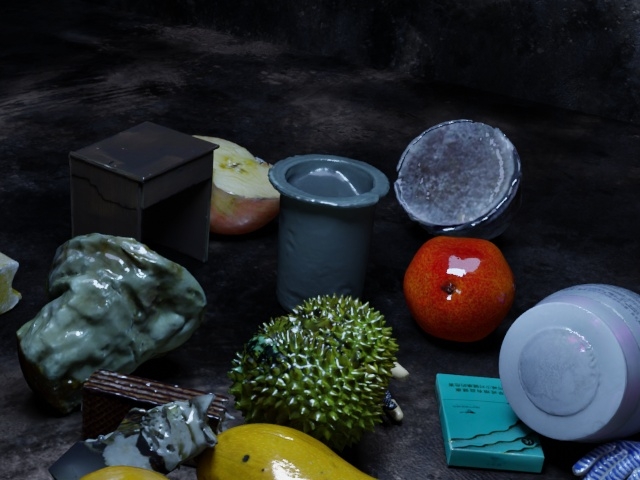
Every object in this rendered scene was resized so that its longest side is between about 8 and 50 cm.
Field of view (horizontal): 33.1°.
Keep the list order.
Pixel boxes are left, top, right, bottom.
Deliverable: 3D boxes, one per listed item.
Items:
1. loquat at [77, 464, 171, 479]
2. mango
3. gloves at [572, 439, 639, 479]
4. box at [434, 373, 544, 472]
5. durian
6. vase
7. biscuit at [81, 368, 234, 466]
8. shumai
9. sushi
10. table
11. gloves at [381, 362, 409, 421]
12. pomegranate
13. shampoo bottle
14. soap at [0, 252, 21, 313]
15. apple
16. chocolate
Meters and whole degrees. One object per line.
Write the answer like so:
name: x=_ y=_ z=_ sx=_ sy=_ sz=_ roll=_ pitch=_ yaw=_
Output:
loquat: x=-0.274 y=0.400 z=1.469 sx=0.234 sy=0.176 sz=0.187 roll=2 pitch=10 yaw=-14
mango: x=-0.025 y=0.379 z=1.581 sx=0.359 sy=0.144 sz=0.187 roll=21 pitch=45 yaw=25
gloves: x=0.526 y=0.375 z=1.777 sx=0.229 sy=0.097 sz=0.119 roll=-5 pitch=-2 yaw=-10
box: x=0.290 y=0.315 z=1.883 sx=0.160 sy=0.042 sz=0.226 roll=4 pitch=27 yaw=-3
durian: x=-0.005 y=0.227 z=1.757 sx=0.291 sy=0.225 sz=0.291 roll=-16 pitch=23 yaw=7
vase: x=0.000 y=0.000 z=2.173 sx=0.245 sy=0.291 sz=0.245 roll=6 pitch=27 yaw=-3
biscuit: x=-0.263 y=0.290 z=1.750 sx=0.252 sy=0.106 sz=0.070 roll=12 pitch=26 yaw=9
shumai: x=-0.374 y=0.167 z=1.841 sx=0.304 sy=0.309 sz=0.263 roll=8 pitch=51 yaw=23
sushi: x=-0.256 y=0.305 z=1.620 sx=0.134 sy=0.273 sz=0.109 roll=51 pitch=5 yaw=7
table: x=-0.365 y=-0.063 z=2.232 sx=0.196 sy=0.282 sz=0.250 roll=19 pitch=29 yaw=25
gloves: x=0.078 y=0.259 z=1.919 sx=0.129 sy=0.106 sz=0.181 roll=-22 pitch=66 yaw=-42
pomegranate: x=0.282 y=0.092 z=2.151 sx=0.220 sy=0.221 sz=0.256 roll=15 pitch=18 yaw=17
shampoo bottle: x=0.461 y=0.212 z=1.847 sx=0.273 sy=0.273 sz=0.266 roll=27 pitch=19 yaw=36
soap: x=-0.758 y=0.077 z=2.047 sx=0.281 sy=0.143 sz=0.259 roll=24 pitch=34 yaw=22
apple: x=-0.224 y=-0.106 z=2.480 sx=0.293 sy=0.163 sz=0.251 roll=37 pitch=28 yaw=26
chocolate: x=0.341 y=-0.109 z=2.544 sx=0.303 sy=0.213 sz=0.303 roll=-10 pitch=60 yaw=18
